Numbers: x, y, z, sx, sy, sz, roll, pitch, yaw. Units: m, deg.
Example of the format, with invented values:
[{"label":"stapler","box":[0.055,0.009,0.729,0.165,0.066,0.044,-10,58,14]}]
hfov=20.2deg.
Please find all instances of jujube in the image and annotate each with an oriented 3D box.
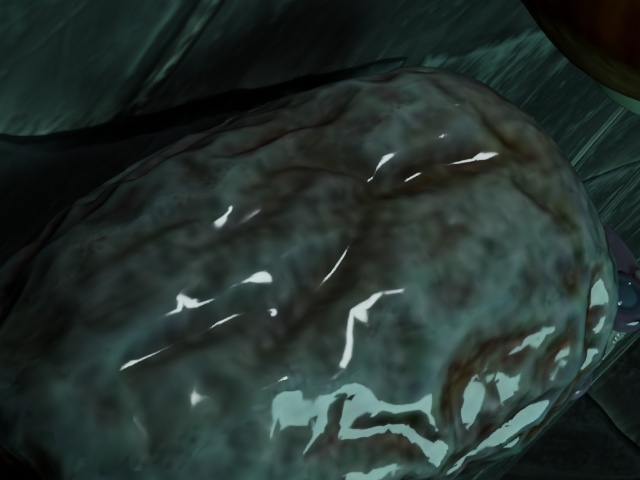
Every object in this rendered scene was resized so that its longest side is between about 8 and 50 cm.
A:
[{"label":"jujube","box":[-0.017,0.048,0.821,0.317,0.226,0.226,-32,162,-24]}]

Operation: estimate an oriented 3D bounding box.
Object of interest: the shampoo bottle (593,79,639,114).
[{"label":"shampoo bottle","box":[0.251,-0.184,1.097,0.085,0.085,0.262,-32,161,-35]}]

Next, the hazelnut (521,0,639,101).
[{"label":"hazelnut","box":[0.176,-0.158,0.834,0.186,0.210,0.210,-23,173,22]}]

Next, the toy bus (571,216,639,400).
[{"label":"toy bus","box":[0.158,0.071,1.458,0.202,0.142,0.142,-31,161,-39]}]
